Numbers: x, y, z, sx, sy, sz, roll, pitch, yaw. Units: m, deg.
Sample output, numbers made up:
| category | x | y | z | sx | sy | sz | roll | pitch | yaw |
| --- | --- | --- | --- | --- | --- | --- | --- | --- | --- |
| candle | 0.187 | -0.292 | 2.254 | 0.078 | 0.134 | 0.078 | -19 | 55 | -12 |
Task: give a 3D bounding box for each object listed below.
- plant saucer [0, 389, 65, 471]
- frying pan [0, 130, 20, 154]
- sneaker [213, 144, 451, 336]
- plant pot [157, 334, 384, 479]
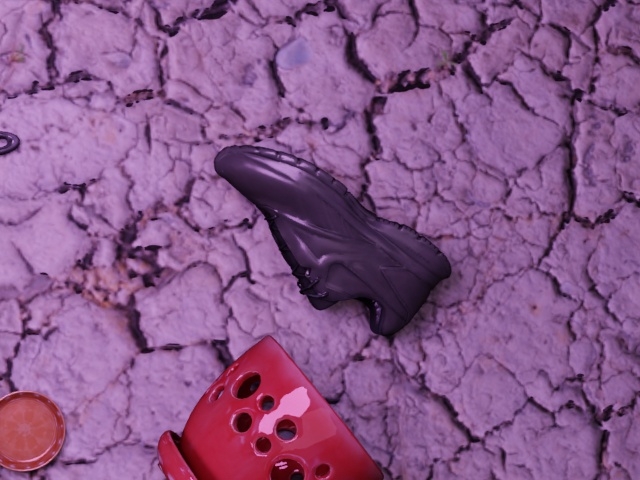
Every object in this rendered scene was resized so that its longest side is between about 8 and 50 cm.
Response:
| category | x | y | z | sx | sy | sz | roll | pitch | yaw |
| --- | --- | --- | --- | --- | --- | --- | --- | --- | --- |
| plant saucer | -0.308 | 0.197 | 1.277 | 0.083 | 0.013 | 0.083 | 1 | 86 | -14 |
| frying pan | -0.490 | -0.061 | 1.237 | 0.326 | 0.053 | 0.197 | 16 | 84 | -9 |
| sneaker | 0.000 | 0.000 | 1.321 | 0.286 | 0.109 | 0.130 | 33 | 86 | -7 |
| plant pot | -0.058 | 0.219 | 1.251 | 0.174 | 0.191 | 0.191 | -38 | 95 | -4 |
